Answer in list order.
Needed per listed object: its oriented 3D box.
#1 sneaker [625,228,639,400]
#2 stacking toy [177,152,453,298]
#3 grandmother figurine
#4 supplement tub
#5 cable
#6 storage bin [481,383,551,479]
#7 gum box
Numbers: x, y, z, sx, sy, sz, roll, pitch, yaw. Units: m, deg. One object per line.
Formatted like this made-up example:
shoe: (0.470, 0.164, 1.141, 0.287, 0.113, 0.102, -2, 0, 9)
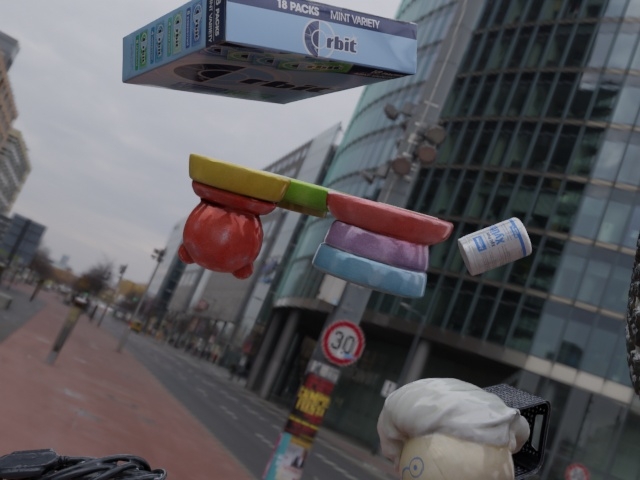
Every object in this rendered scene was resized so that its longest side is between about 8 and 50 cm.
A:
sneaker: (0.336, 0.064, 0.451, 0.182, 0.158, 0.410, 7, 3, -6)
stacking toy: (0.000, 0.000, 0.904, 0.309, 0.130, 0.279, 17, 4, 15)
grandmother figurine: (0.121, 0.210, 0.372, 0.104, 0.208, 0.342, 11, 36, -34)
supplement tub: (0.294, 0.010, 1.239, 0.107, 0.071, 0.071, -21, -17, 2)
cable: (-0.242, 0.261, 0.754, 0.185, 0.047, 0.150, -9, -42, 11)
storage bin: (0.260, 0.297, 1.115, 0.180, 0.122, 0.084, -1, 11, -41)
gum box: (-0.045, -0.142, 0.561, 0.157, 0.041, 0.184, 1, 1, -35)
